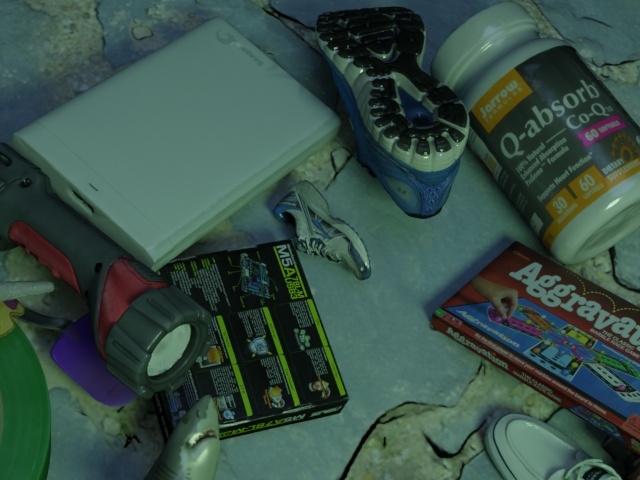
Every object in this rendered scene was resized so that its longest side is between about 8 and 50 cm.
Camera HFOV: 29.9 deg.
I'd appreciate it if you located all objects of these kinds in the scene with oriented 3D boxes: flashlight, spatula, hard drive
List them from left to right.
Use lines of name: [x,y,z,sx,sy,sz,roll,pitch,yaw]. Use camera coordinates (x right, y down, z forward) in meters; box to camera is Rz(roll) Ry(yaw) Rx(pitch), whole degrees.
spatula: [-0.297,0.066,1.178,0.296,0.030,0.084,30,41,8]
flashlight: [-0.239,0.029,1.150,0.304,0.103,0.103,33,55,27]
hard drive: [-0.146,-0.112,1.286,0.203,0.040,0.307,41,51,12]

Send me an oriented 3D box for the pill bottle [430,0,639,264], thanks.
pill bottle: [0.253,-0.123,1.340,0.162,0.162,0.278,-26,69,-25]

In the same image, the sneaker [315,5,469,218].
sneaker: [0.069,-0.148,1.340,0.129,0.147,0.330,-6,43,-9]

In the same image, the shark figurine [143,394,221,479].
shark figurine: [-0.193,0.260,1.040,0.116,0.166,0.278,8,24,35]

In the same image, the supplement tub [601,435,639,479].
supplement tub: [0.378,0.244,1.188,0.198,0.106,0.106,40,60,11]

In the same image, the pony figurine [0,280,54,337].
pony figurine: [-0.402,0.063,0.924,0.351,0.363,0.303,-23,74,-7]

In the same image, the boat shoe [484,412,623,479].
boat shoe: [0.265,0.243,1.179,0.226,0.076,0.083,39,59,11]

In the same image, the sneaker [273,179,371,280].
sneaker: [0.000,0.000,1.283,0.058,0.052,0.135,-36,65,-17]

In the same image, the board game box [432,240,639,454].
board game box: [0.268,0.107,1.227,0.281,0.027,0.145,31,54,33]

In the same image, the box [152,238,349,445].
box: [-0.087,0.100,1.198,0.184,0.045,0.191,-9,63,-24]

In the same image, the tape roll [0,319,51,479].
tape roll: [-0.403,0.176,1.066,0.321,0.077,0.321,6,59,-9]
